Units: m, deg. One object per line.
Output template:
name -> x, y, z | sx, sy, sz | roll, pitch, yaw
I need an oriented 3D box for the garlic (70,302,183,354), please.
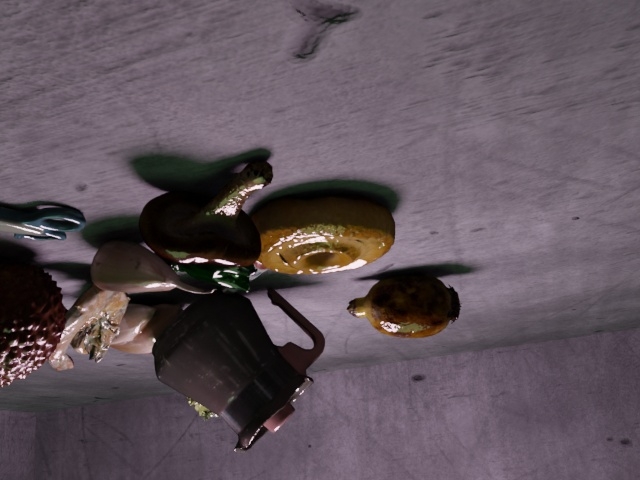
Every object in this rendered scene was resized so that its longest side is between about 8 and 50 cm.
garlic -> -0.497, 0.244, 1.868 | 0.325, 0.132, 0.279 | -6, 168, 16

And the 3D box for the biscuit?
biscuit -> 0.000, 0.000, 1.336 | 0.297, 0.101, 0.296 | -3, 162, -1

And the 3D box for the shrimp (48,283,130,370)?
shrimp -> -0.547, 0.214, 1.612 | 0.085, 0.247, 0.360 | 35, 143, 7

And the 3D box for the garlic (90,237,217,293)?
garlic -> -0.345, 0.065, 1.333 | 0.267, 0.128, 0.148 | 14, -161, 34

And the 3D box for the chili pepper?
chili pepper -> -0.227, 0.047, 1.360 | 0.224, 0.061, 0.098 | 15, 135, 16

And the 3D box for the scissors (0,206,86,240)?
scissors -> -0.548, -0.037, 1.153 | 0.138, 0.041, 0.289 | -23, 158, 39

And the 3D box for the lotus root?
lotus root -> 0.226, 0.171, 1.785 | 0.314, 0.169, 0.141 | -4, 147, -4

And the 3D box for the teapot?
teapot -> -0.190, 0.305, 1.742 | 0.376, 0.362, 0.305 | -42, 171, -21

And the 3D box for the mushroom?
mushroom -> -0.165, -0.059, 1.117 | 0.227, 0.148, 0.217 | -2, 145, -41

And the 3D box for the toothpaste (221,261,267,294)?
toothpaste -> -0.169, 0.075, 1.599 | 0.062, 0.039, 0.239 | 13, 152, -27

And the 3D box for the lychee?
lychee -> -0.656, 0.161, 1.373 | 0.276, 0.304, 0.275 | 0, 123, 0

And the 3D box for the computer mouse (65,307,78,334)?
computer mouse -> -0.716, 0.172, 1.648 | 0.270, 0.086, 0.137 | 10, 163, -18

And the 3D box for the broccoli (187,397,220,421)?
broccoli -> -0.333, 0.373, 2.169 | 0.293, 0.348, 0.280 | -41, 127, -12
